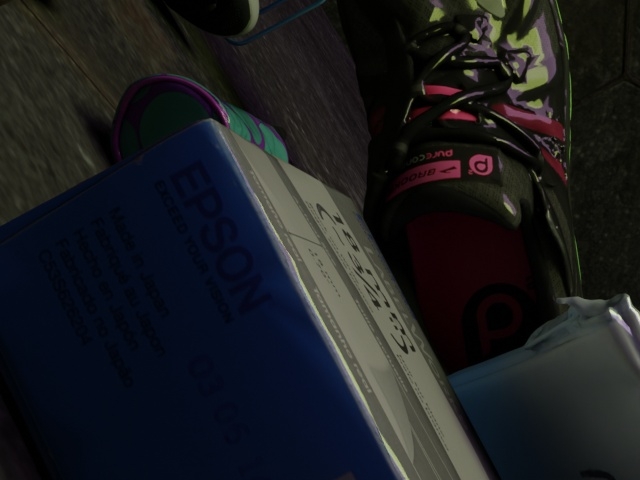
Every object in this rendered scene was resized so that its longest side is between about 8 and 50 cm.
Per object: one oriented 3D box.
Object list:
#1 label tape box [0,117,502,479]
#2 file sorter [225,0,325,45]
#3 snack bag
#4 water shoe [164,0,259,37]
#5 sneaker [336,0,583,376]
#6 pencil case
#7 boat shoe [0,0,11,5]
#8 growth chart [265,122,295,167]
[{"bbox_3d":[0.012,0.099,0.626,0.241,0.106,0.333,62,8,10],"label":"label tape box"},{"bbox_3d":[-0.073,-0.253,1.323,0.104,0.118,0.170,65,9,17],"label":"file sorter"},{"bbox_3d":[0.145,0.200,0.744,0.343,0.037,0.323,60,-24,3],"label":"snack bag"},{"bbox_3d":[-0.121,-0.213,1.124,0.203,0.073,0.080,52,33,-29],"label":"water shoe"},{"bbox_3d":[0.116,-0.075,1.200,0.202,0.185,0.483,2,74,-81],"label":"sneaker"},{"bbox_3d":[-0.061,-0.045,0.834,0.070,0.064,0.151,45,6,10],"label":"pencil case"},{"bbox_3d":[-0.194,-0.216,0.557,0.302,0.109,0.098,54,-27,-11],"label":"boat shoe"},{"bbox_3d":[0.000,0.000,1.218,0.237,0.021,0.172,59,9,-2],"label":"growth chart"}]
